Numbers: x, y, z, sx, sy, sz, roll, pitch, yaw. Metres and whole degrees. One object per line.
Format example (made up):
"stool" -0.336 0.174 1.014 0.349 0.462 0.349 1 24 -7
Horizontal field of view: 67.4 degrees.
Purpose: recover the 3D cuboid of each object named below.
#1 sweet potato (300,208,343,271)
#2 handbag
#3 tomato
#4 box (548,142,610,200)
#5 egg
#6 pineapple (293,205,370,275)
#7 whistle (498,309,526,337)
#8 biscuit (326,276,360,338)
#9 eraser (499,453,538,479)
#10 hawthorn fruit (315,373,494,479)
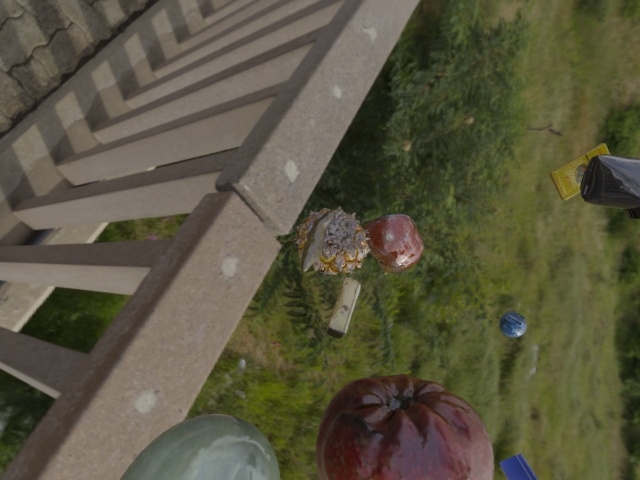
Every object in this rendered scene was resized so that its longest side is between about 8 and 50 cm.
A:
"sweet potato" -0.006 -0.003 0.892 0.038 0.042 0.153 81 31 -54
"handbag" 0.668 -0.091 0.935 0.257 0.286 0.113 -11 114 -60
"tomato" 0.233 0.024 1.520 0.214 0.181 0.155 26 45 -50
"box" 0.695 -0.181 1.272 0.086 0.155 0.023 59 5 -15
"egg" -0.211 0.447 0.770 0.259 0.258 0.352 36 93 -41
"pineapple" 0.034 -0.009 1.265 0.224 0.225 0.076 -57 169 -32
"whistle" 0.613 0.272 1.538 0.158 0.091 0.090 -2 90 -61
"biscuit" 0.068 0.189 1.362 0.052 0.056 0.187 106 4 -51
"eraser" 0.494 0.580 1.192 0.084 0.063 0.027 -109 176 -66
"hawthorn fruit" 0.185 0.519 1.088 0.403 0.403 0.401 2 87 -48
